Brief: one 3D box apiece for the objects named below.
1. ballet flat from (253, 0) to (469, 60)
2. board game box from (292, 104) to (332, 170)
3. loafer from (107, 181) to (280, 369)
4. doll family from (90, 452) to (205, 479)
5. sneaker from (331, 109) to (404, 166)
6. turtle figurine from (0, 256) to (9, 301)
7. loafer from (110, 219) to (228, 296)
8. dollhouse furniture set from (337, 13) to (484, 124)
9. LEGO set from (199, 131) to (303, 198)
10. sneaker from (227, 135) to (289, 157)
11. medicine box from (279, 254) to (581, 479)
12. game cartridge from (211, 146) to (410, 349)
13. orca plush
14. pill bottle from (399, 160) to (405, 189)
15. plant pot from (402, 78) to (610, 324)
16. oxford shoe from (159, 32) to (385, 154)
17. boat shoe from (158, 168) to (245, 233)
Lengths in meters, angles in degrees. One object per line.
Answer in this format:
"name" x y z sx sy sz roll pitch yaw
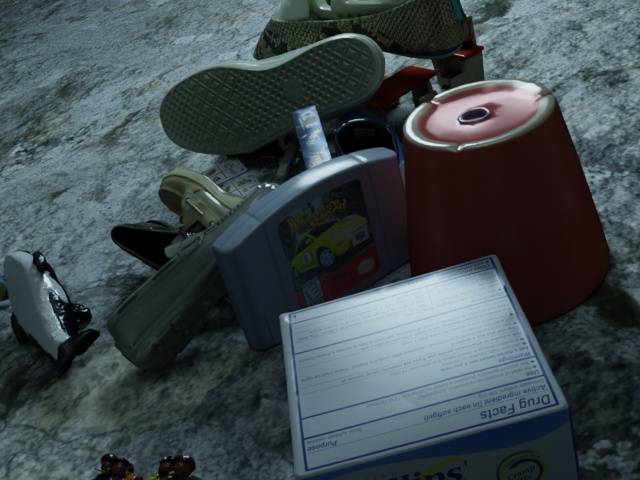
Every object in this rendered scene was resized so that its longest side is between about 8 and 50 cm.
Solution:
"ballet flat" 0.051 -0.425 1.866 0.482 0.182 0.164 6 37 40
"board game box" 0.008 -0.086 1.561 0.042 0.165 0.243 -16 30 2
"loafer" -0.169 0.034 1.404 0.319 0.112 0.111 -46 62 -5
"doll family" -0.209 0.284 1.140 0.192 0.076 0.111 -1 52 17
"sneaker" 0.085 -0.143 1.626 0.129 0.147 0.330 -11 30 -1
"turtle figurine" -0.651 0.068 1.619 0.266 0.198 0.274 6 33 41
"loafer" -0.218 0.025 1.537 0.267 0.096 0.084 16 4 43
"dollhouse furniture set" 0.176 -0.304 1.865 0.259 0.135 0.262 -34 34 -26
"LEGO set" -0.067 -0.108 1.782 0.244 0.060 0.182 -27 43 -15
"sneaker" -0.137 -0.259 1.984 0.146 0.105 0.296 -9 35 4
"medicine box" 0.107 0.176 1.085 0.263 0.149 0.289 -16 30 3
"game cartridge" 0.000 0.000 1.389 0.294 0.196 0.060 -32 32 -22
"orca plush" -0.384 0.097 1.528 0.102 0.151 0.287 1 13 -36
"pill bottle" 0.202 -0.115 1.529 0.112 0.112 0.186 12 29 41
"plant pot" 0.226 -0.061 1.326 0.274 0.243 0.275 -13 29 8
"oxford shoe" -0.081 -0.257 1.813 0.449 0.169 0.130 -14 5 23
"boat shoe" -0.182 -0.031 1.631 0.098 0.109 0.302 -47 44 -17
